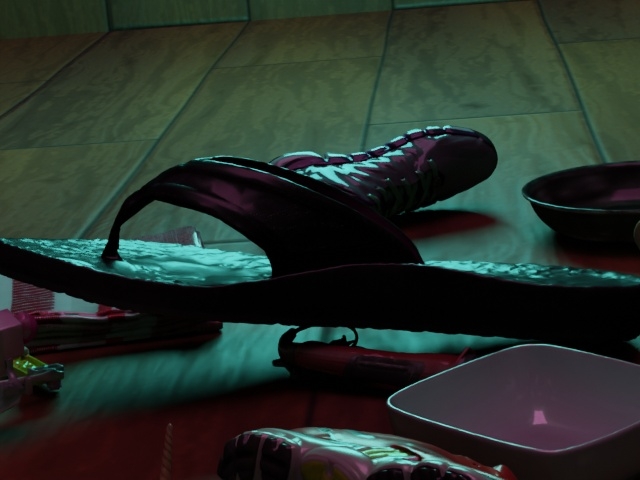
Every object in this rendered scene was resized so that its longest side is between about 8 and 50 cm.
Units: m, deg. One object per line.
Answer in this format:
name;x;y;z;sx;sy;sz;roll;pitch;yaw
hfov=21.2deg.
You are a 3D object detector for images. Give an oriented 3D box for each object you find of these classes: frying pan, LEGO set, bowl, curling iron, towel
frying pan;0.268;-0.051;1.526;0.197;0.053;0.326;-6;13;-2
LEGO set;-0.263;0.039;1.207;0.107;0.132;0.287;-8;36;-33
bowl;0.126;0.109;0.968;0.142;0.053;0.142;-18;19;-39
curling iron;0.090;0.082;1.113;0.274;0.035;0.068;4;16;31
towel;-0.249;0.043;1.373;0.329;0.037;0.237;-7;14;-8

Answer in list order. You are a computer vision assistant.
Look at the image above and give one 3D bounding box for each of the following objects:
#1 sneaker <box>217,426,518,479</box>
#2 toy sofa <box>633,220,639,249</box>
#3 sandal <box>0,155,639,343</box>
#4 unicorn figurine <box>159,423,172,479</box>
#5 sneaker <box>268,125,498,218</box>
sneaker;0.065;0.136;0.803;0.118;0.107;0.279;-5;14;-38
toy sofa;0.389;-0.010;1.090;0.150;0.177;0.362;-18;19;-40
sandal;0.001;0.000;1.182;0.446;0.107;0.167;4;5;0
unicorn figurine;-0.097;0.169;0.831;0.111;0.060;0.162;-11;32;-22
sneaker;0.060;-0.038;1.540;0.224;0.083;0.098;-12;36;-7
